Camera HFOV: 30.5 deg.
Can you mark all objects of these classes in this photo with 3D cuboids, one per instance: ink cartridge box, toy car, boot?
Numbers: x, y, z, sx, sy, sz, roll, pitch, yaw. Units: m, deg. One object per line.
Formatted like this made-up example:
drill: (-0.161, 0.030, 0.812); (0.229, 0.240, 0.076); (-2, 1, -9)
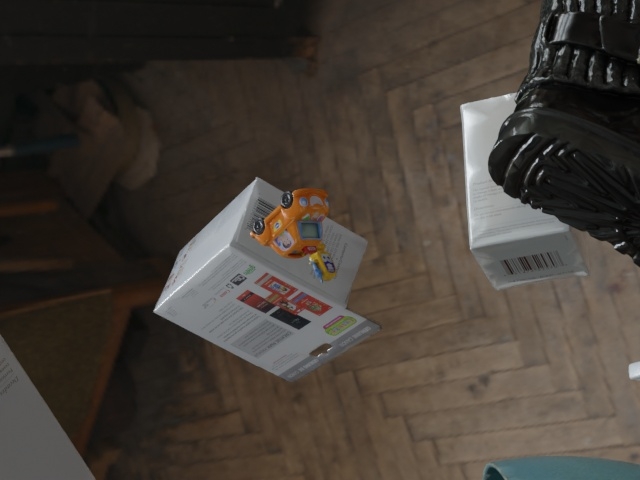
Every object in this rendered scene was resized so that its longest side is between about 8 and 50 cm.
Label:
ink cartridge box: (-0.070, 0.075, 1.837); (0.309, 0.272, 0.130); (-37, 28, 53)
toy car: (0.000, 0.000, 0.837); (0.060, 0.122, 0.040); (-33, 67, 16)
boot: (0.335, -0.105, 1.060); (0.348, 0.260, 0.131); (29, 147, -4)

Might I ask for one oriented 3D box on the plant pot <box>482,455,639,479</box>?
plant pot: (0.265, 0.301, 0.950); (0.290, 0.195, 0.290); (167, 90, -87)

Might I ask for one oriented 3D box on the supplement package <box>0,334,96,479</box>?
supplement package: (-0.336, 0.217, 1.047); (0.177, 0.175, 0.293); (3, 129, 41)

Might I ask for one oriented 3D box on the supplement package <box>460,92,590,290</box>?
supplement package: (0.213, -0.054, 1.221); (0.105, 0.105, 0.179); (-11, 59, 21)

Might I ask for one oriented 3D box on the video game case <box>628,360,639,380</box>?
video game case: (0.492, 0.145, 1.370); (0.201, 0.183, 0.023); (140, 134, -68)
